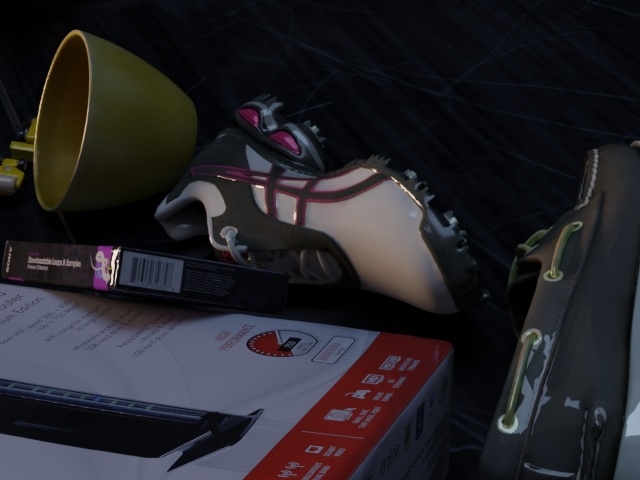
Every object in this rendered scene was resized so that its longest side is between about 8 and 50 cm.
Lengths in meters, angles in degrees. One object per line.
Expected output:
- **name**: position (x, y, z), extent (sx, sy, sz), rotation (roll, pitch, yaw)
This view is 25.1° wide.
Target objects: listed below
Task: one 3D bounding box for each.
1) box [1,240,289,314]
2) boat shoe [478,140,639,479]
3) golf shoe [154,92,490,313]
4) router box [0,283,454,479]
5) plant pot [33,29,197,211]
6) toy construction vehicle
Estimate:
- **box**: position (-0.111, 0.021, 0.882), extent (0.116, 0.029, 0.162), rotation (10, -6, -35)
- **boat shoe**: position (0.153, 0.037, 0.844), extent (0.091, 0.109, 0.305), rotation (6, 40, 9)
- **golf shoe**: position (0.000, 0.000, 0.953), extent (0.120, 0.105, 0.273), rotation (-40, 38, -17)
- **router box**: position (-0.121, 0.119, 0.697), extent (0.301, 0.082, 0.335), rotation (6, 16, 17)
- **plant pot**: position (-0.147, -0.081, 1.067), extent (0.095, 0.134, 0.134), rotation (8, 27, -26)
- **toy construction vehicle**: position (-0.257, -0.062, 1.129), extent (0.086, 0.035, 0.098), rotation (6, 37, -1)
